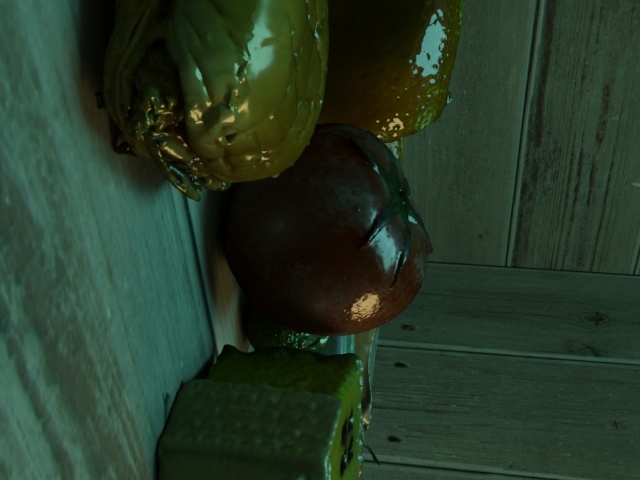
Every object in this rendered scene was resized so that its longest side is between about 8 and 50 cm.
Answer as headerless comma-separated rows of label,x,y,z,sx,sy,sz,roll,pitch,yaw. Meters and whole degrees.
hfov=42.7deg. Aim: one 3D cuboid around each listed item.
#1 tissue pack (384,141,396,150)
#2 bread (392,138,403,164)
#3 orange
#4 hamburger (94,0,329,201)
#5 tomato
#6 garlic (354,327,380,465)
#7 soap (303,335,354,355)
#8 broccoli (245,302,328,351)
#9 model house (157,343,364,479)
tissue pack,0.059,-0.357,1.404,0.266,0.193,0.357,59,36,-76
bread,0.074,-0.158,1.641,0.133,0.179,0.250,70,33,-88
orange,0.068,-0.307,1.178,0.196,0.262,0.335,29,76,-74
hamburger,-0.079,-0.179,0.727,0.318,0.158,0.319,5,90,-80
tomato,0.003,-0.007,1.024,0.265,0.264,0.265,3,90,-81
garlic,0.026,0.211,1.450,0.151,0.196,0.339,29,67,-63
soap,-0.026,0.177,1.267,0.091,0.145,0.231,57,32,-60
broccoli,-0.048,0.119,1.157,0.131,0.120,0.130,-55,-156,27
model house,-0.060,0.219,0.897,0.234,0.193,0.175,-12,106,-78
